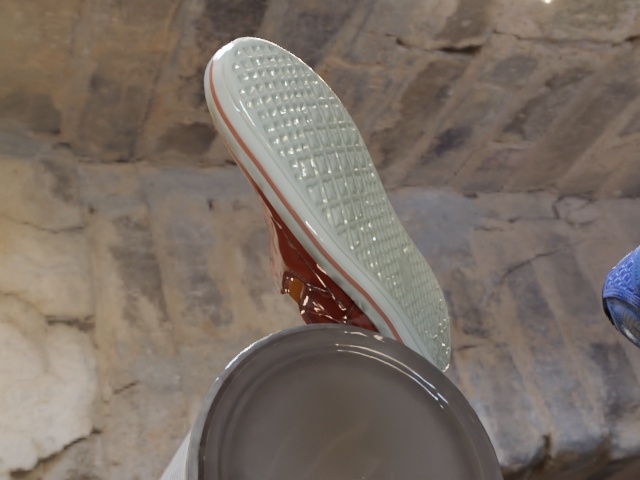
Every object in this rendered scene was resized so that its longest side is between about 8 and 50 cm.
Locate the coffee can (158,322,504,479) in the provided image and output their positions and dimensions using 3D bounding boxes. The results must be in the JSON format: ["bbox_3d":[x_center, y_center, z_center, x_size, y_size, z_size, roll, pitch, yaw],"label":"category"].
[{"bbox_3d":[-0.026,0.211,0.598,0.275,0.201,0.202,123,141,-50],"label":"coffee can"}]

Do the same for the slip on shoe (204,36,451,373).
[{"bbox_3d":[0.000,0.000,0.614,0.101,0.331,0.123,-11,47,23],"label":"slip on shoe"}]

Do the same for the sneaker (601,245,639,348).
[{"bbox_3d":[0.321,0.058,0.495,0.147,0.329,0.130,134,155,-76],"label":"sneaker"}]
